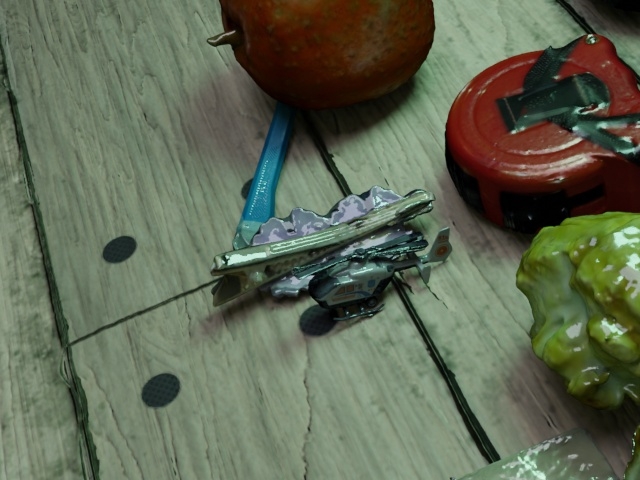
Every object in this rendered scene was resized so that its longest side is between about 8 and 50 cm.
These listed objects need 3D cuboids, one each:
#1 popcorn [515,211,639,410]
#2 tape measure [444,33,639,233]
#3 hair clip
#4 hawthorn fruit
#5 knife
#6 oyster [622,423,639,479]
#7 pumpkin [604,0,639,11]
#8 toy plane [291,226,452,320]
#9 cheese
[{"bbox_3d":[0.299,0.058,1.031,0.204,0.183,0.221,4,15,-15],"label":"popcorn"},{"bbox_3d":[0.277,-0.120,1.254,0.260,0.114,0.253,-18,46,3],"label":"tape measure"},{"bbox_3d":[0.000,0.000,1.266,0.292,0.084,0.106,-20,58,-6],"label":"hair clip"},{"bbox_3d":[-0.008,-0.303,1.418,0.300,0.275,0.275,-20,46,-10],"label":"hawthorn fruit"},{"bbox_3d":[-0.068,-0.082,1.401,0.044,0.026,0.296,10,51,5],"label":"knife"},{"bbox_3d":[0.332,0.301,0.874,0.221,0.096,0.361,17,57,25],"label":"oyster"},{"bbox_3d":[0.451,-0.411,1.423,0.233,0.163,0.233,-11,46,12],"label":"pumpkin"},{"bbox_3d":[0.062,0.037,1.216,0.197,0.078,0.053,-14,42,-14],"label":"toy plane"},{"bbox_3d":[0.090,0.285,1.011,0.400,0.034,0.085,-22,46,0],"label":"cheese"}]
